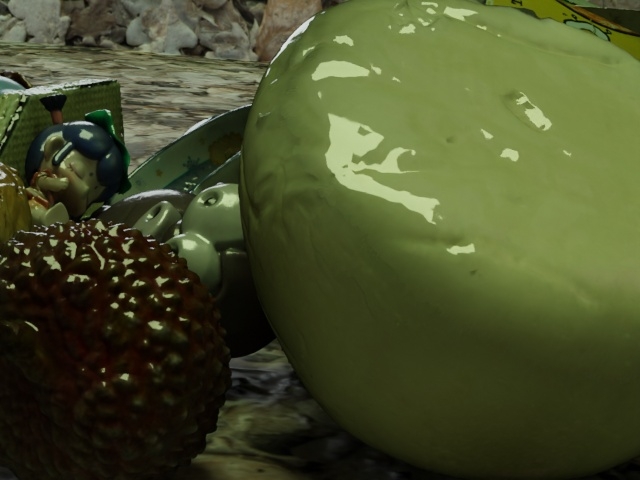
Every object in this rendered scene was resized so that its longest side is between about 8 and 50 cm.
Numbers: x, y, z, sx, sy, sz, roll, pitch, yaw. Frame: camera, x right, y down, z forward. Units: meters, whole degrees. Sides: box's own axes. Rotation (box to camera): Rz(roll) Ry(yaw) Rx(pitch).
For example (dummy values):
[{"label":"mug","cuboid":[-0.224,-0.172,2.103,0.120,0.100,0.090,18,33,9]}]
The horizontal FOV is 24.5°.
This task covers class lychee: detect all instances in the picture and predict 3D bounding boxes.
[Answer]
[{"label":"lychee","cuboid":[-0.136,0.067,0.845,0.165,0.165,0.197,9,-1,23]}]

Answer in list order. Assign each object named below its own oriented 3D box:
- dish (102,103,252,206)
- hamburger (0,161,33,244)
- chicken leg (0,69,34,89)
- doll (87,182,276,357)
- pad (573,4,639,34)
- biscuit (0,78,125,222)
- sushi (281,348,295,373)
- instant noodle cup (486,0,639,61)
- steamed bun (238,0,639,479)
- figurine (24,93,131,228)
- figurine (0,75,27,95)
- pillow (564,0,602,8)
[{"label":"dish","cuboid":[-0.102,-0.050,1.469,0.228,0.086,0.236,-18,24,35]},{"label":"hamburger","cuboid":[-0.363,-0.004,1.169,0.260,0.144,0.283,4,18,-9]},{"label":"chicken leg","cuboid":[-0.497,-0.171,1.894,0.295,0.182,0.409,1,-4,0]},{"label":"doll","cuboid":[-0.101,0.020,1.111,0.257,0.182,0.117,2,-38,51]},{"label":"pad","cuboid":[0.285,-0.112,1.542,0.160,0.265,0.009,5,19,8]},{"label":"biscuit","cuboid":[-0.283,-0.085,1.530,0.052,0.150,0.252,1,12,22]},{"label":"sushi","cuboid":[0.013,0.075,1.115,0.085,0.056,0.083,9,21,18]},{"label":"instant noodle cup","cuboid":[0.170,-0.106,1.410,0.254,0.325,0.325,16,12,-5]},{"label":"steamed bun","cuboid":[0.096,0.017,0.945,0.334,0.233,0.312,21,42,0]},{"label":"figurine","cuboid":[-0.252,-0.058,1.416,0.102,0.111,0.195,9,35,20]},{"label":"figurine","cuboid":[-0.409,-0.111,1.582,0.263,0.143,0.162,4,31,-28]},{"label":"pillow","cuboid":[0.326,-0.146,1.655,0.312,0.119,0.310,29,-22,0]}]
